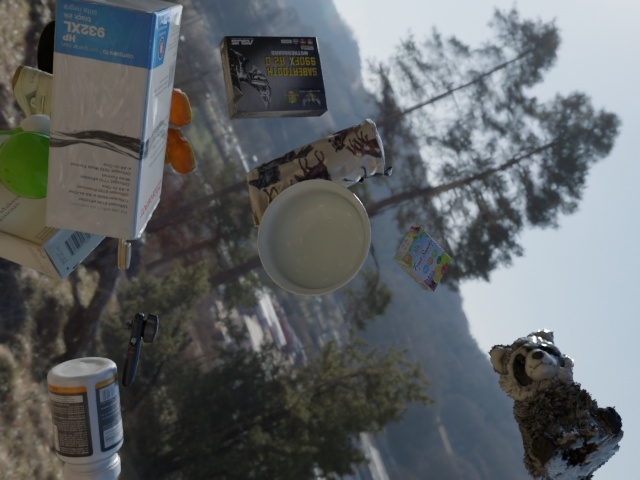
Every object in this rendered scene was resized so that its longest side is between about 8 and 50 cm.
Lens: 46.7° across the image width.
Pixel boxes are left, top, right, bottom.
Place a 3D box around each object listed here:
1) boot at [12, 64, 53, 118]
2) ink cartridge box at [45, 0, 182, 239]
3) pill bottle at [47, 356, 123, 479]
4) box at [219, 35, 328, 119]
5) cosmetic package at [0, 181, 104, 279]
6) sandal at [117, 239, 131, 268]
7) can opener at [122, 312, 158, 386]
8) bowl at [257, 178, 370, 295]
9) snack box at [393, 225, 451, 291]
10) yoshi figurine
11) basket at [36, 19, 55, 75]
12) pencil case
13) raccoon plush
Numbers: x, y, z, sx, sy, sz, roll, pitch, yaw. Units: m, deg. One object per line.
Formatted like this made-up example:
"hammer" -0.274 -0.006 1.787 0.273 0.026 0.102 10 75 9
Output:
"boot" -0.555 -0.284 1.677 0.262 0.203 0.095 92 7 -59
"ink cartridge box" -0.290 -0.184 1.054 0.223 0.129 0.307 -96 -164 -70
"pill bottle" -0.559 0.434 1.776 0.162 0.162 0.278 -87 175 -80
"box" -0.108 -0.378 1.717 0.056 0.231 0.183 157 -74 -66
"cosmetic package" -0.649 -0.039 1.645 0.160 0.309 0.113 -55 149 -35
"sandal" -0.524 -0.048 1.889 0.088 0.079 0.240 172 -79 -85
"can opener" -0.447 0.263 1.786 0.059 0.073 0.186 28 78 -84
"bowl" 0.000 0.000 1.894 0.298 0.297 0.134 69 15 14
"snack box" 0.249 0.046 1.800 0.037 0.100 0.141 7 -30 51
"yoshi figurine" -0.394 -0.149 1.264 0.203 0.362 0.204 149 -73 -70
"basket" -0.589 -0.447 1.919 0.227 0.154 0.204 -3 79 -58
"pencil case" -0.016 -0.176 2.034 0.160 0.410 0.183 -119 -173 -46
"raccoon plush" 0.496 0.424 1.719 0.299 0.216 0.446 -116 -155 -45
